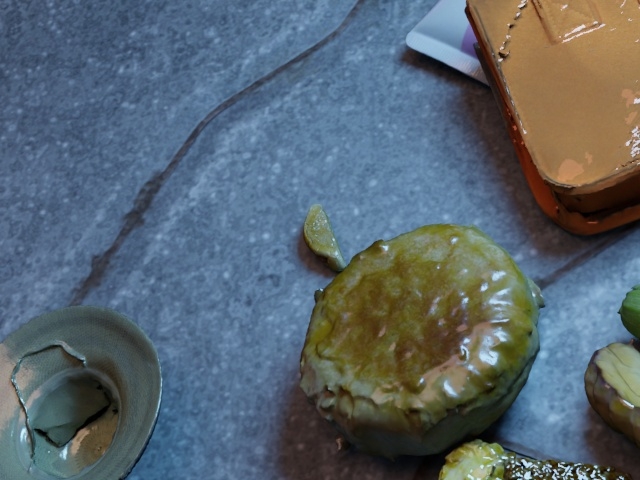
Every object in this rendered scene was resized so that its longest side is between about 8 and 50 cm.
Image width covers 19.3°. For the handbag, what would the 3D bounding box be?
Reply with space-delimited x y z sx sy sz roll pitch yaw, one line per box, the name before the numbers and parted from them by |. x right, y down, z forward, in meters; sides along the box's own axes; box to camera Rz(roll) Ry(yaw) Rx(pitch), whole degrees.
handbag | 0.384 -0.201 1.985 0.410 0.116 0.303 -22 59 5

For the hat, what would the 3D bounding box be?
hat | -0.249 0.200 1.964 0.252 0.110 0.252 -13 57 21

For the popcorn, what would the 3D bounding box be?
popcorn | 0.155 0.230 1.816 0.083 0.057 0.082 -33 43 0

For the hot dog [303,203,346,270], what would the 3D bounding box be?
hot dog | 0.000 0.000 2.066 0.034 0.030 0.090 -24 49 5

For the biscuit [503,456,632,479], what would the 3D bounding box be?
biscuit | 0.228 0.302 1.723 0.131 0.025 0.231 7 55 -5

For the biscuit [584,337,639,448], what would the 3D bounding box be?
biscuit | 0.316 0.163 1.794 0.118 0.061 0.183 -9 35 -41

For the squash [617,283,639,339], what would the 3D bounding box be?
squash | 0.398 0.090 1.815 0.239 0.069 0.069 14 61 28

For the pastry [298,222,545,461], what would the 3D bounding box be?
pastry | 0.104 0.105 1.886 0.257 0.121 0.235 -26 49 5

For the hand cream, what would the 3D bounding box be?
hand cream | 0.264 -0.332 2.164 0.185 0.118 0.358 30 77 28
